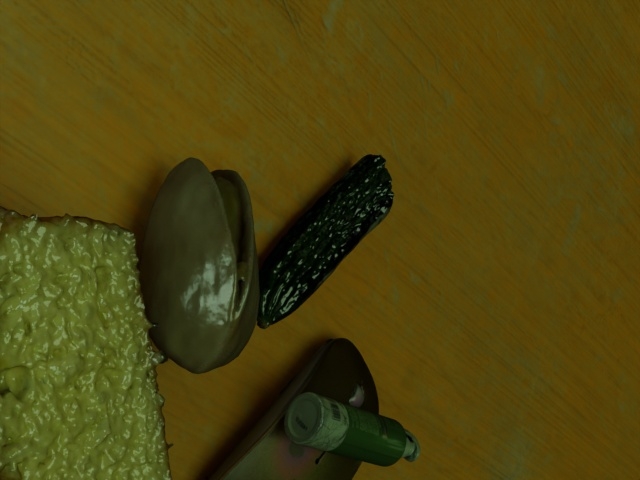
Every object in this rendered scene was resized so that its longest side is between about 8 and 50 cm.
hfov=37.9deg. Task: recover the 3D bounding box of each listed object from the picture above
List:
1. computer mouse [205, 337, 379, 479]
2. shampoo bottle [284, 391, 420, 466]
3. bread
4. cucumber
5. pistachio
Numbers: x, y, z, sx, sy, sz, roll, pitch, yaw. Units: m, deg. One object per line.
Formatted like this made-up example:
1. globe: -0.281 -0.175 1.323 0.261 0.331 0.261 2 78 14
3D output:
1. computer mouse: -0.026 0.256 1.131 0.310 0.072 0.158 -47 125 -30
2. shampoo bottle: 0.047 0.229 1.109 0.204 0.065 0.065 26 77 -42
3. bread: -0.260 0.131 0.825 0.194 0.179 0.340 -16 103 -43
4. cucumber: -0.001 0.000 1.125 0.265 0.077 0.077 -44 122 -29
5. pistachio: -0.122 0.027 0.967 0.126 0.152 0.223 11 68 -40
